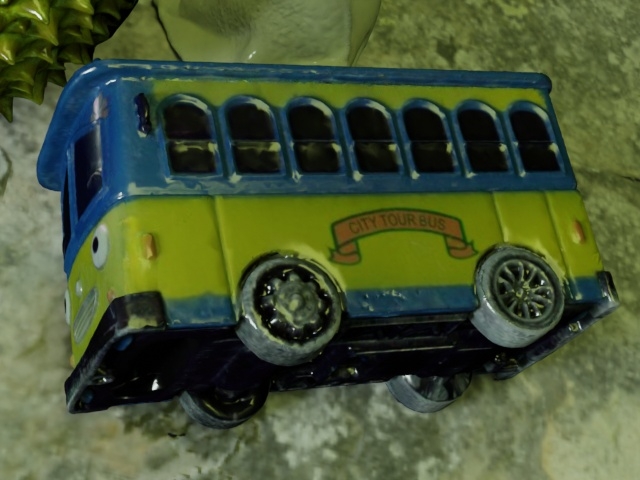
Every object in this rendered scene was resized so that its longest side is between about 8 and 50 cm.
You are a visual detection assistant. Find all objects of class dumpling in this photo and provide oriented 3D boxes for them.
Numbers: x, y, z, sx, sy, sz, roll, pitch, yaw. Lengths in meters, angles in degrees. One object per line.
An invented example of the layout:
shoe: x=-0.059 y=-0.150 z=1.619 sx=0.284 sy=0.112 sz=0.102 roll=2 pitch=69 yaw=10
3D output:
dumpling: x=-0.038 y=-0.170 z=0.779 sx=0.155 sy=0.111 sz=0.181 roll=4 pitch=50 yaw=13

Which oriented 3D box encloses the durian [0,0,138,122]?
durian: x=-0.190 y=-0.180 z=0.612 sx=0.225 sy=0.291 sz=0.291 roll=29 pitch=57 yaw=-11

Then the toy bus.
toy bus: x=0.000 y=0.000 z=0.678 sx=0.288 sy=0.138 sz=0.175 roll=-1 pitch=66 yaw=-24
